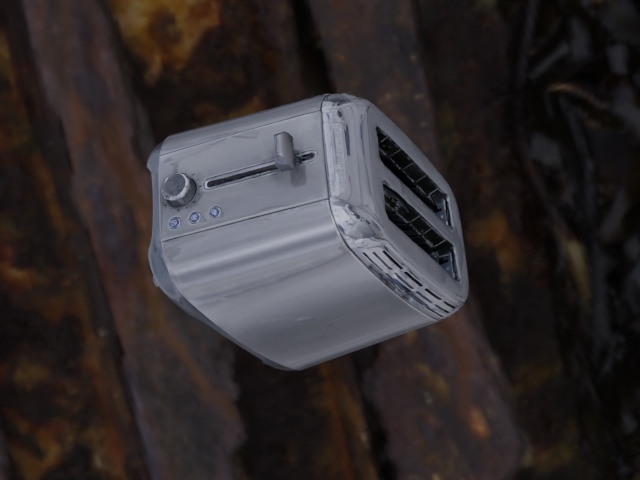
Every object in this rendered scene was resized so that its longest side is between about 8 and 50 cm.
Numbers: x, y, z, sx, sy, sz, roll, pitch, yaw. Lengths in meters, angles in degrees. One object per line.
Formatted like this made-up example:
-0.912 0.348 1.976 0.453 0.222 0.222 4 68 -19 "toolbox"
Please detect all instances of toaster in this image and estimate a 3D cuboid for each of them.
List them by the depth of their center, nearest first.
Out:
0.000 0.000 0.974 0.146 0.227 0.129 -17 58 23 "toaster"
